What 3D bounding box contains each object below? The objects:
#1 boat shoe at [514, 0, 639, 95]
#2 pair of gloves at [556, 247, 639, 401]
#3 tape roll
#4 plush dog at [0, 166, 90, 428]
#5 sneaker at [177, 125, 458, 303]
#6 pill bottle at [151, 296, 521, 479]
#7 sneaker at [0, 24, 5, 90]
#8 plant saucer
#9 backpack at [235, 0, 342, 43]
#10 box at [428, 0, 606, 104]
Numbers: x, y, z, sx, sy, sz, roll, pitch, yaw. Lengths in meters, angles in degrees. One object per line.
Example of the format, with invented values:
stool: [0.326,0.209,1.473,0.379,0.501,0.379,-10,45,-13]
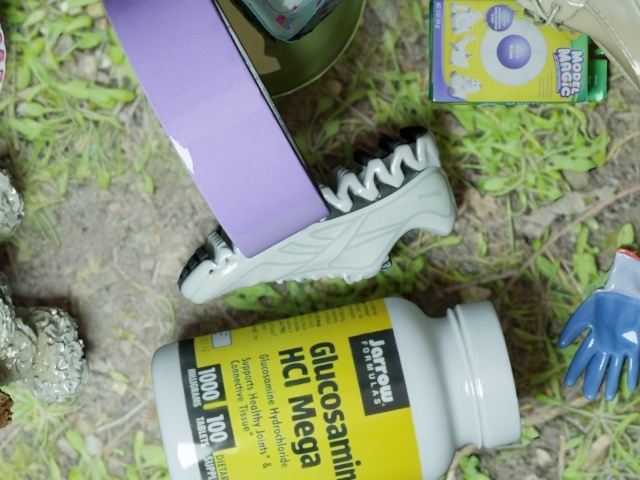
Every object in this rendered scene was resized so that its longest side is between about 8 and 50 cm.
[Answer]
boat shoe: [0.229,-0.245,1.785,0.098,0.109,0.302,-33,73,-4]
pair of gloves: [0.346,0.107,1.899,0.198,0.023,0.159,23,94,-4]
tape roll: [-0.093,-0.123,1.694,0.090,0.275,0.275,-29,96,1]
plush dog: [-0.356,0.068,1.762,0.211,0.225,0.262,-22,96,-1]
sneaker: [0.000,0.000,1.838,0.292,0.110,0.118,-27,105,1]
pill bottle: [0.016,0.159,1.807,0.334,0.188,0.188,-12,96,-1]
sneaker: [-0.375,-0.264,1.796,0.121,0.112,0.299,-13,109,7]
plant saucer: [-0.074,-0.257,1.839,0.241,0.037,0.241,0,96,-2]
backpack: [-0.018,-0.299,1.750,0.188,0.144,0.166,-42,90,-2]
box: [0.198,-0.187,1.855,0.179,0.043,0.105,-1,94,-5]
